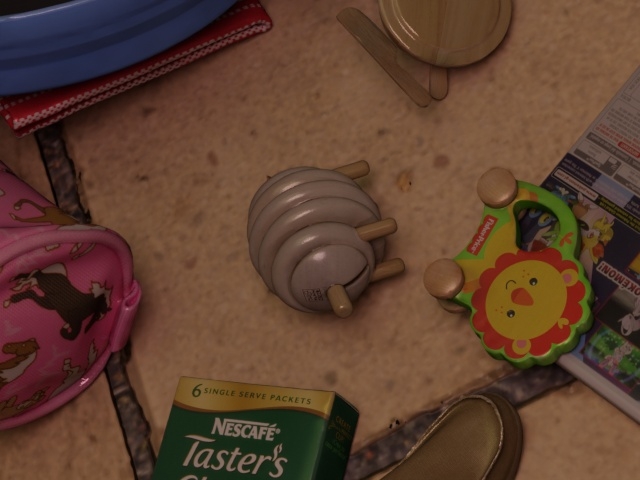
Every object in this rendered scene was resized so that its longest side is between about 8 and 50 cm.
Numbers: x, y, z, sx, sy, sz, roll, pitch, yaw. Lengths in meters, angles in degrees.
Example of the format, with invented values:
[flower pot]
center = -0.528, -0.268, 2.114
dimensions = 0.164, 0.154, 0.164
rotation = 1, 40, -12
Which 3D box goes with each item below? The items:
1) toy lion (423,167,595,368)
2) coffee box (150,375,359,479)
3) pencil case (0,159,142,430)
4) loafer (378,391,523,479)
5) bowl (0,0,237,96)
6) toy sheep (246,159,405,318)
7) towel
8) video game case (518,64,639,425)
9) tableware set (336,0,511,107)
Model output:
[toy lion]
center = 0.115, 0.020, 1.085
dimensions = 0.096, 0.034, 0.100
rotation = 25, 78, 27
[coffee box]
center = -0.053, 0.173, 1.116
dimensions = 0.113, 0.040, 0.184
rotation = 5, 68, 30
[pencil case]
center = -0.282, -0.031, 1.269
dimensions = 0.167, 0.160, 0.386
rotation = -42, 52, -11
[loafer]
center = 0.059, 0.145, 1.065
dimensions = 0.056, 0.050, 0.148
rotation = 29, 81, 36
[bowl]
center = -0.203, -0.240, 1.300
dimensions = 0.391, 0.077, 0.391
rotation = -4, 44, 4
[toy sheep]
center = 0.000, 0.000, 1.152
dimensions = 0.091, 0.091, 0.132
rotation = -35, 36, 8
[towel]
center = -0.182, -0.192, 1.342
dimensions = 0.199, 0.031, 0.275
rotation = -26, 52, -16
[video game case]
center = 0.205, 0.010, 1.076
dimensions = 0.201, 0.023, 0.183
rotation = 38, 86, 35
[tableware set]
center = 0.037, -0.185, 1.204
dimensions = 0.194, 0.039, 0.128
rotation = 47, 70, 1
